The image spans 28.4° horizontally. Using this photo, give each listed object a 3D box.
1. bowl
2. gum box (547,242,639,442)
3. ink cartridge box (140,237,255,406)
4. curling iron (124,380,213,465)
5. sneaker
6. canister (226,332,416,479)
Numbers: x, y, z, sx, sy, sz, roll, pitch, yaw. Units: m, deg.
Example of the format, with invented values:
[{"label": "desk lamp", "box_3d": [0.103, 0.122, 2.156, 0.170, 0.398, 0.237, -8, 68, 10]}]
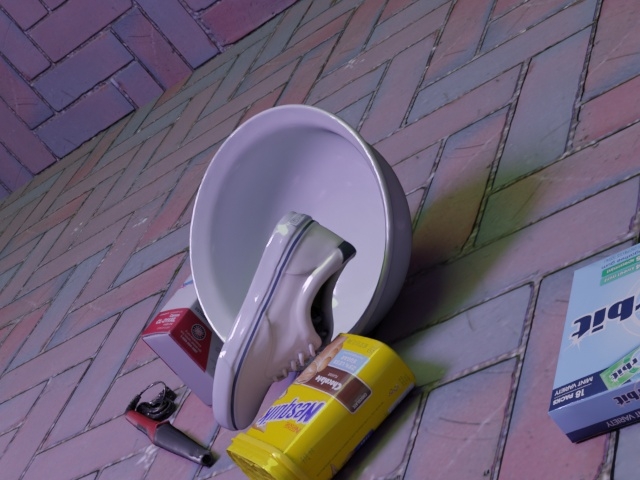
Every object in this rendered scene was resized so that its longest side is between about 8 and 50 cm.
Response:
[{"label": "bowl", "box_3d": [0.000, 0.000, 1.434, 0.298, 0.297, 0.134, -26, -20, 37]}, {"label": "gum box", "box_3d": [0.270, 0.065, 1.022, 0.157, 0.041, 0.184, -27, 25, 34]}, {"label": "ink cartridge box", "box_3d": [-0.112, 0.094, 1.536, 0.072, 0.127, 0.175, -15, 33, 53]}, {"label": "curling iron", "box_3d": [-0.183, 0.224, 1.529, 0.068, 0.035, 0.274, -45, 20, -10]}, {"label": "sneaker", "box_3d": [-0.039, 0.100, 1.314, 0.094, 0.091, 0.258, -30, -36, -61]}, {"label": "canister", "box_3d": [0.002, 0.174, 1.241, 0.170, 0.073, 0.126, -46, 20, -18]}]
